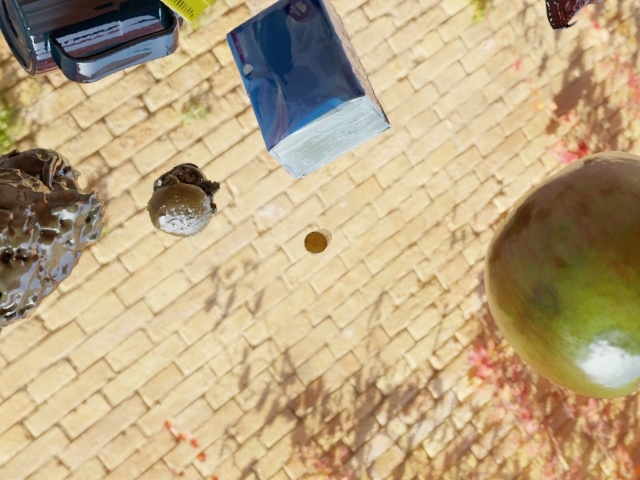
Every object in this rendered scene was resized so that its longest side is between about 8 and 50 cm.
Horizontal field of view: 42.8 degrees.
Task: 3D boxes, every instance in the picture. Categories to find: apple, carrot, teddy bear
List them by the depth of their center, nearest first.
[{"bbox_3d":[-0.289,0.007,0.662,0.267,0.156,0.256,-26,-178,-28],"label":"teddy bear"},{"bbox_3d":[0.414,0.053,1.175,0.339,0.339,0.339,-34,-170,7],"label":"apple"},{"bbox_3d":[0.000,0.000,1.637,0.048,0.048,0.139,-33,179,9],"label":"carrot"}]

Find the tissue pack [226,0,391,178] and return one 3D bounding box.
[{"bbox_3d":[-0.027,-0.275,1.409,0.198,0.263,0.146,-28,152,15],"label":"tissue pack"}]

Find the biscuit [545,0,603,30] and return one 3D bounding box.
[{"bbox_3d":[0.500,-0.514,1.608,0.063,0.151,0.235,-7,-158,44],"label":"biscuit"}]

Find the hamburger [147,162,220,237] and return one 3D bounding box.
[{"bbox_3d":[-0.308,-0.089,1.879,0.185,0.159,0.131,-28,-155,10],"label":"hamburger"}]

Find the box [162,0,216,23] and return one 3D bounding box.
[{"bbox_3d":[-0.202,-0.366,0.847,0.097,0.265,0.168,-41,-179,6],"label":"box"}]

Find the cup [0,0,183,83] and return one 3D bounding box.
[{"bbox_3d":[-0.423,-0.422,1.495,0.292,0.308,0.242,-26,180,-25],"label":"cup"}]
